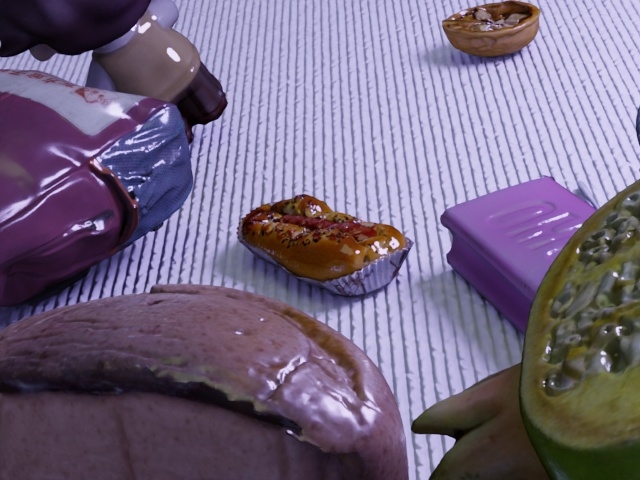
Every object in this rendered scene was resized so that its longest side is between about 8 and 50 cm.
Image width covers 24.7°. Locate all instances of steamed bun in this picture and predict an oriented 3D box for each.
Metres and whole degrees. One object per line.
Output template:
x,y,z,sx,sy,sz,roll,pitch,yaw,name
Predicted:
-0.074,0.148,0.950,0.301,0.252,0.199,5,21,22,steamed bun

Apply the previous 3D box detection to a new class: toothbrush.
0.260,-0.026,1.373,0.013,0.011,0.131,-23,28,5,toothbrush

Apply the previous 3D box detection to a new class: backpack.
-0.308,-0.032,1.398,0.283,0.197,0.317,8,37,29,backpack

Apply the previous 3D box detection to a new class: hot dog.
0.000,0.000,1.374,0.108,0.059,0.191,-25,29,-33,hot dog

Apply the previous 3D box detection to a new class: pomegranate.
0.247,0.109,0.938,0.358,0.216,0.310,-33,26,29,pomegranate

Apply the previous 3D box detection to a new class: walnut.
0.209,-0.249,1.760,0.121,0.052,0.091,-4,30,18,walnut

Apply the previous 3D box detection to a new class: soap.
0.199,0.019,1.253,0.122,0.066,0.203,-19,28,-15,soap

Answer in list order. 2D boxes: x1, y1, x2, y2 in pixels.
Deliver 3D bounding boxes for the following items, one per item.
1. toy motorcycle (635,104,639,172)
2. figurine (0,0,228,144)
0.362,-0.014,1.135,0.272,0.182,0.123,12,-16,-16,toy motorcycle
-0.240,-0.257,1.576,0.218,0.365,0.206,-34,57,1,figurine
